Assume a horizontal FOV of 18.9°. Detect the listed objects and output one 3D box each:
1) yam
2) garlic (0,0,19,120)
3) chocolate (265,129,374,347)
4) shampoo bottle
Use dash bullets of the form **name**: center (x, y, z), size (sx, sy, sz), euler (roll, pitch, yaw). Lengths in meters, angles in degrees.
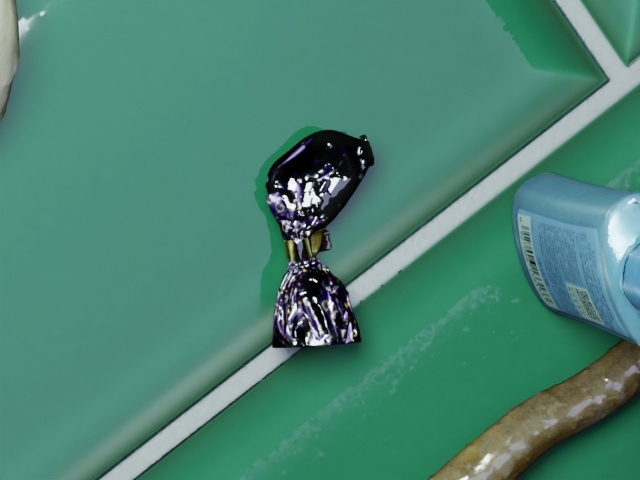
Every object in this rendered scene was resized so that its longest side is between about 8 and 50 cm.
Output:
- **yam**: center (0.192, 0.102, 1.347), size (0.327, 0.045, 0.045), euler (-37, 71, -8)
- **garlic**: center (-0.233, -0.143, 1.198), size (0.087, 0.101, 0.195), euler (-12, 98, -12)
- **chocolate**: center (-0.004, 0.000, 1.292), size (0.072, 0.070, 0.147), euler (3, 85, -3)
- **shampoo bottle**: center (0.191, 0.015, 1.226), size (0.061, 0.258, 0.104), euler (-20, 100, -9)
